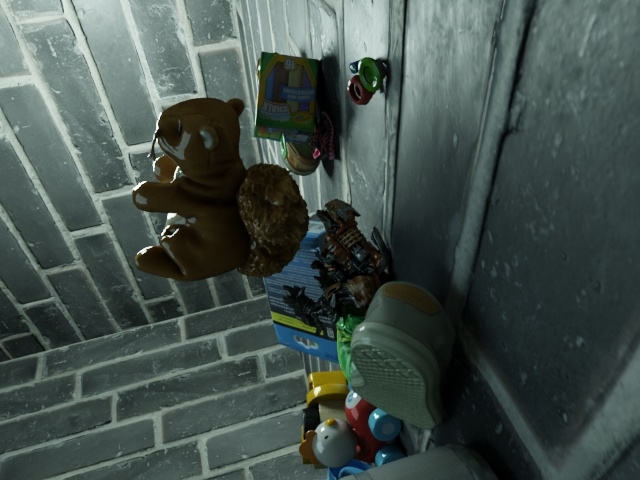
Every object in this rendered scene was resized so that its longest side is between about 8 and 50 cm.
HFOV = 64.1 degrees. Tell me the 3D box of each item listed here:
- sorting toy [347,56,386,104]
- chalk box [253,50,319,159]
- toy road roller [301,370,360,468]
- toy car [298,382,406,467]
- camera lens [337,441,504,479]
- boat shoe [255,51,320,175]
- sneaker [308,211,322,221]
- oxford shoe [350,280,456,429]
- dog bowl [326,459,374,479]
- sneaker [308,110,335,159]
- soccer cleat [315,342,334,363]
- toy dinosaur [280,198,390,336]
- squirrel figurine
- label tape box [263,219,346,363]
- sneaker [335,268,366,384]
[{"bbox_3d":[0.076,-0.252,0.785,0.061,0.042,0.102,61,158,1],"label":"sorting toy"},{"bbox_3d":[-0.084,-0.297,1.169,0.132,0.132,0.213,168,108,-80],"label":"chalk box"},{"bbox_3d":[0.037,0.590,1.715,0.241,0.202,0.330,-96,6,-48],"label":"toy road roller"},{"bbox_3d":[0.059,0.469,1.256,0.219,0.237,0.210,-134,32,-71],"label":"toy car"},{"bbox_3d":[0.125,0.415,0.689,0.219,0.274,0.219,166,90,-81],"label":"camera lens"},{"bbox_3d":[-0.069,-0.331,1.307,0.324,0.122,0.120,68,165,1],"label":"boat shoe"},{"bbox_3d":[0.000,0.000,1.459,0.232,0.090,0.115,76,170,-66],"label":"sneaker"},{"bbox_3d":[0.135,0.201,0.830,0.449,0.169,0.130,78,-145,-58],"label":"oxford shoe"},{"bbox_3d":[0.118,0.633,1.215,0.297,0.166,0.074,25,96,58],"label":"dog bowl"},{"bbox_3d":[0.001,-0.235,1.167,0.047,0.057,0.119,-113,15,-53],"label":"sneaker"},{"bbox_3d":[0.018,0.216,1.455,0.121,0.093,0.289,36,-155,-53],"label":"soccer cleat"},{"bbox_3d":[0.055,0.089,0.999,0.218,0.164,0.322,-27,63,35],"label":"toy dinosaur"},{"bbox_3d":[-0.195,-0.109,1.104,0.281,0.396,0.371,-61,-14,-58],"label":"squirrel figurine"},{"bbox_3d":[-0.027,0.124,1.330,0.249,0.115,0.348,7,116,44],"label":"label tape box"},{"bbox_3d":[0.084,0.205,1.132,0.123,0.109,0.296,102,153,-77],"label":"sneaker"}]
